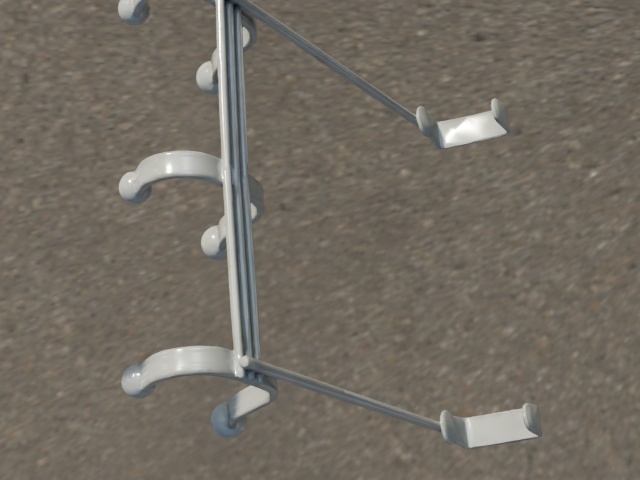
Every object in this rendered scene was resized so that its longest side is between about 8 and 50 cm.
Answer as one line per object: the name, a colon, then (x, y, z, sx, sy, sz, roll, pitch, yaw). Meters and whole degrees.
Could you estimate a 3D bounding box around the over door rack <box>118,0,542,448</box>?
over door rack: (0.000, 0.000, 0.922, 0.108, 0.324, 0.239, -17, 68, 37)
